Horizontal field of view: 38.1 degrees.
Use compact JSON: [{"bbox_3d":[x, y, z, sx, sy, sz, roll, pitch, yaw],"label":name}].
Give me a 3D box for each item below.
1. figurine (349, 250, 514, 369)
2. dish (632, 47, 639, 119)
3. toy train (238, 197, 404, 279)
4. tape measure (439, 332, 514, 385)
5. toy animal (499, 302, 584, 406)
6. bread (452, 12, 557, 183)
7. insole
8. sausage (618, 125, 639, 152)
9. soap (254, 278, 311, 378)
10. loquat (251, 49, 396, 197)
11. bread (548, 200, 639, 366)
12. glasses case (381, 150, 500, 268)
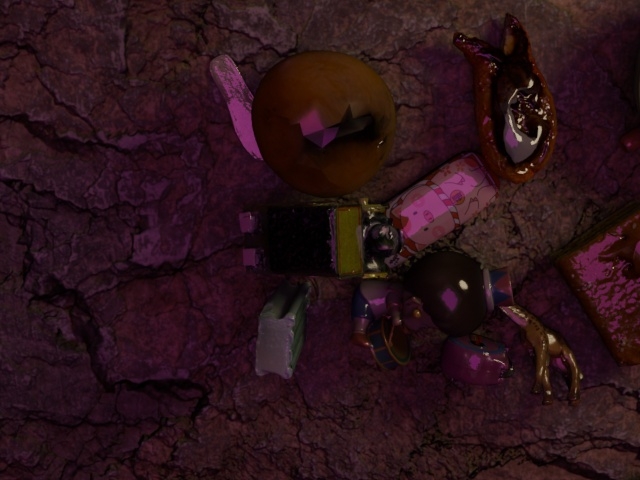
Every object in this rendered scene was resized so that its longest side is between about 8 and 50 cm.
[{"bbox_3d":[0.184,0.105,1.523,0.275,0.161,0.158,-24,94,30],"label":"figurine"},{"bbox_3d":[0.630,-0.260,1.451,0.324,0.124,0.324,-1,106,-5],"label":"dish"},{"bbox_3d":[0.000,0.000,1.495,0.261,0.177,0.134,0,95,41],"label":"toy train"},{"bbox_3d":[0.268,0.205,1.585,0.125,0.118,0.074,11,102,5],"label":"tape measure"},{"bbox_3d":[0.356,0.164,1.581,0.054,0.149,0.275,-46,66,50],"label":"toy animal"},{"bbox_3d":[0.303,-0.226,1.501,0.139,0.095,0.269,-17,88,-16],"label":"bread"},{"bbox_3d":[-0.131,-0.225,1.571,0.063,0.010,0.192,-25,100,9],"label":"insole"},{"bbox_3d":[0.533,-0.173,1.522,0.083,0.034,0.034,-28,99,9],"label":"sausage"},{"bbox_3d":[-0.061,0.145,1.553,0.063,0.198,0.114,6,102,6],"label":"soap"},{"bbox_3d":[0.007,-0.186,1.460,0.235,0.235,0.235,1,103,4],"label":"loquat"},{"bbox_3d":[0.519,0.077,1.540,0.184,0.110,0.234,-33,99,11],"label":"bread"},{"bbox_3d":[0.177,-0.049,1.558,0.266,0.067,0.103,-35,95,10],"label":"glasses case"}]
